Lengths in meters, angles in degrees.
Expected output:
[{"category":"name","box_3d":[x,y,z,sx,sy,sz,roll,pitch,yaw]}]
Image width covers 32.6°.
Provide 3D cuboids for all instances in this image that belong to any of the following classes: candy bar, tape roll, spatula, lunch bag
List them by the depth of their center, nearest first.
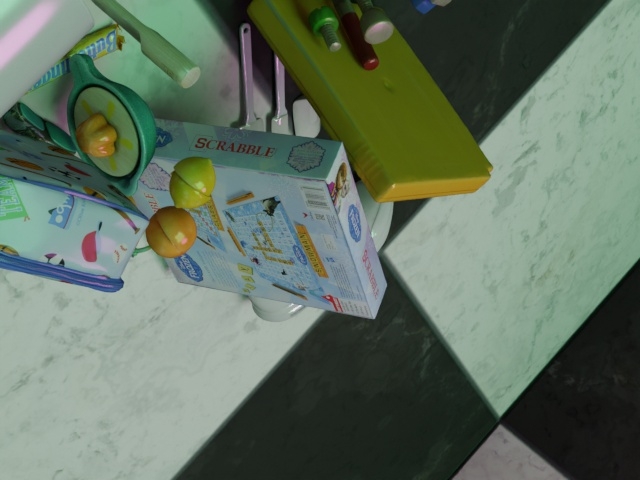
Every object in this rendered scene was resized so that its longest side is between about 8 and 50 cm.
[{"category":"tape roll","box_3d":[-0.356,-0.233,1.020,0.169,0.246,0.246,-46,146,-7]},{"category":"lunch bag","box_3d":[-0.345,-0.052,1.156,0.243,0.303,0.114,16,99,-47]},{"category":"candy bar","box_3d":[-0.302,-0.214,1.302,0.161,0.018,0.040,-32,142,-26]},{"category":"spatula","box_3d":[-0.058,-0.225,1.581,0.168,0.019,0.242,-27,135,-30]}]

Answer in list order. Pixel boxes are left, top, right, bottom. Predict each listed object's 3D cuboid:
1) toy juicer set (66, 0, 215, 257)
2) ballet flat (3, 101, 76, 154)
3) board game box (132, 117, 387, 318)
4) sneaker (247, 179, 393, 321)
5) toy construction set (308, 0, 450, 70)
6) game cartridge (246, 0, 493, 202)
[{"category":"toy juicer set","box_3d":[-0.218,-0.117,1.267,0.089,0.209,0.328,-30,134,-43]},{"category":"ballet flat","box_3d":[-0.342,-0.130,1.323,0.041,0.041,0.114,-51,146,-1]},{"category":"board game box","box_3d":[-0.093,-0.028,1.463,0.318,0.318,0.065,70,35,-52]},{"category":"sneaker","box_3d":[0.000,0.000,1.765,0.305,0.114,0.152,-44,147,-11]},{"category":"toy construction set","box_3d":[0.067,-0.407,1.384,0.258,0.237,0.309,-2,144,-29]},{"category":"game cartridge","box_3d":[0.076,-0.194,1.477,0.053,0.323,0.285,-42,160,32]}]
